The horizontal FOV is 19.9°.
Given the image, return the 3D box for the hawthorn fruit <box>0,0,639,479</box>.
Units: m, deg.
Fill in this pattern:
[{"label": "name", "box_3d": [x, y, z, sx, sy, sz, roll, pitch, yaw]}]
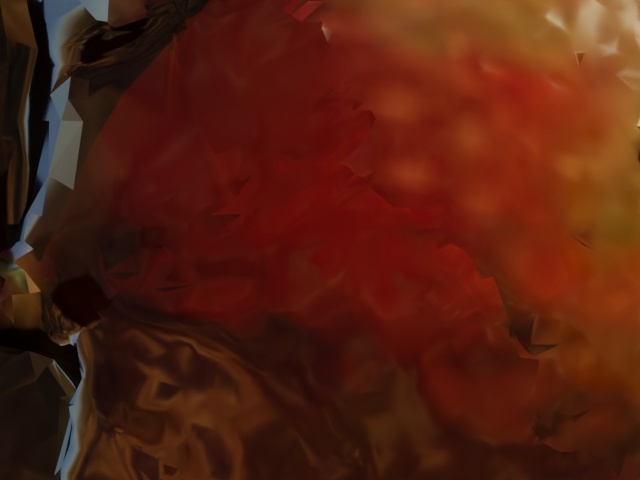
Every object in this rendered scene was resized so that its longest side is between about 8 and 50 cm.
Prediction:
[{"label": "hawthorn fruit", "box_3d": [0.007, -0.004, 0.455, 0.316, 0.316, 0.316, 1, -78, 6]}]
